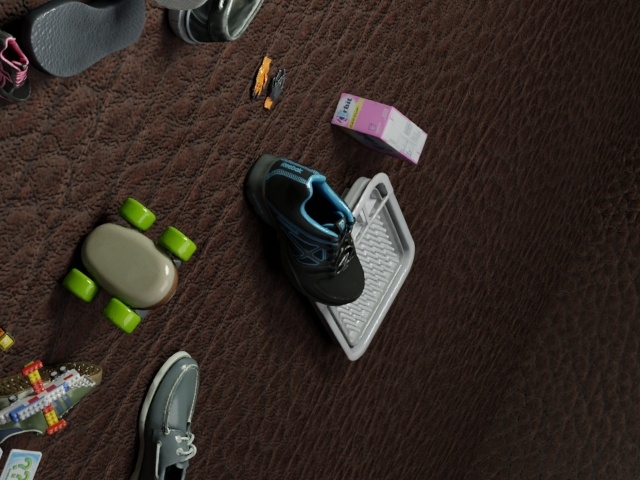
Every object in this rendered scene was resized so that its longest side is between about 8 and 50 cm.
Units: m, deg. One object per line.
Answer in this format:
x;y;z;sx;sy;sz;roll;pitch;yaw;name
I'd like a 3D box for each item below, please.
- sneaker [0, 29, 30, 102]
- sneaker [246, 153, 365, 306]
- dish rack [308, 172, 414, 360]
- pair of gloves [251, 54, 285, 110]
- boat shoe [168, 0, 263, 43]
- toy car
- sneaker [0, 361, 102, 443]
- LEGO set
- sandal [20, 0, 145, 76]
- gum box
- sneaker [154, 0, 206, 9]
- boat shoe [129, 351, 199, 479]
-0.372;-0.208;1.545;0.047;0.057;0.119;-57;150;-28;sneaker
0.000;0.000;2.172;0.125;0.139;0.341;-55;133;-24;sneaker
0.065;0.048;2.464;0.286;0.072;0.333;-60;150;-21;dish rack
-0.084;-0.254;2.077;0.083;0.010;0.074;31;79;-62;pair of gloves
-0.089;-0.413;1.853;0.335;0.119;0.121;-63;151;-15;boat shoe
-0.254;0.054;1.845;0.155;0.149;0.188;-53;161;-8;toy car
-0.387;0.227;1.779;0.192;0.064;0.086;-11;115;-51;sneaker
-0.412;0.236;1.668;0.182;0.060;0.244;17;100;-42;LEGO set
-0.309;-0.266;1.634;0.254;0.054;0.097;-33;136;-64;sandal
0.112;-0.203;2.354;0.188;0.107;0.062;27;83;-62;gum box
-0.204;-0.466;1.634;0.182;0.127;0.316;-74;149;-60;sneaker
-0.235;0.340;2.078;0.116;0.099;0.320;1;106;-60;boat shoe
